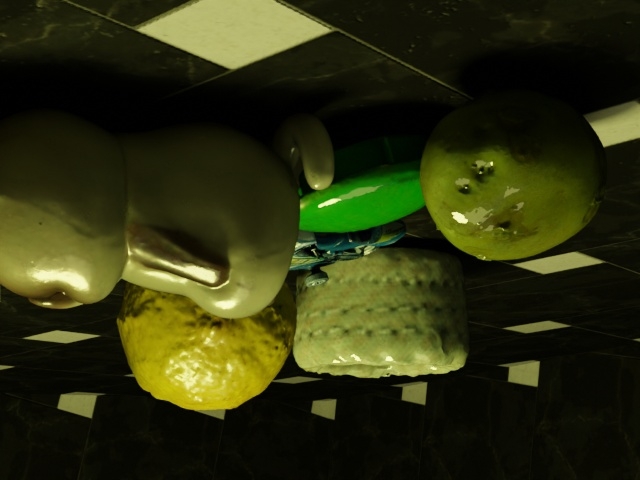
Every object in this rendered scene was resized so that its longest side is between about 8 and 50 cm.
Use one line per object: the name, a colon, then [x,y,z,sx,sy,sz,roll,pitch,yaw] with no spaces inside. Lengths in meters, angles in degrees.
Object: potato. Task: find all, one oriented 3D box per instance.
potato: [0.201,-0.063,1.091,0.253,0.186,0.148,0,-153,-46]

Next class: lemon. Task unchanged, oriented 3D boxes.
lemon: [-0.171,0.126,1.598,0.268,0.268,0.322,1,165,-14]

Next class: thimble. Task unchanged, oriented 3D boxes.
thimble: [0.101,0.123,1.764,0.292,0.195,0.291,0,169,0]

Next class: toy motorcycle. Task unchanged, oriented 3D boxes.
toy motorcycle: [0.000,0.000,1.480,0.255,0.092,0.135,-4,159,-36]

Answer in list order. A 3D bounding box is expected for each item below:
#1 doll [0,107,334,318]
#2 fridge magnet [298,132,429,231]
doll: [-0.187,-0.024,1.097,0.371,0.225,0.215,-3,-159,-20]
fridge magnet: [0.058,-0.062,1.199,0.208,0.088,0.208,-15,172,-2]
